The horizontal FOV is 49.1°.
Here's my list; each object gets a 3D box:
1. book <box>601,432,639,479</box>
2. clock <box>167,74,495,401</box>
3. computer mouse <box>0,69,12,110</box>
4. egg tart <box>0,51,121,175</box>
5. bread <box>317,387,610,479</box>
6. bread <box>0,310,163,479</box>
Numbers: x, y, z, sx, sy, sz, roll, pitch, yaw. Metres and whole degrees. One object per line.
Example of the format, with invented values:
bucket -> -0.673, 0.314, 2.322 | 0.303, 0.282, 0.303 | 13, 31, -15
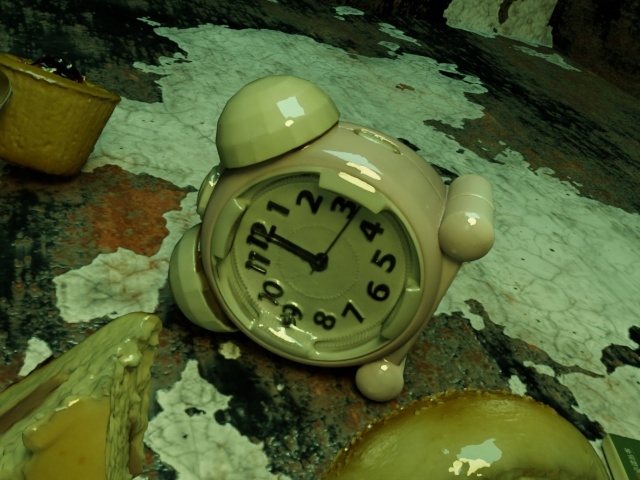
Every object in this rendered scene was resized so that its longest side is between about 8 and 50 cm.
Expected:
book -> 0.481, 0.333, 0.816 | 0.264, 0.027, 0.202 | 15, 31, -5
clock -> 0.000, 0.000, 0.840 | 0.326, 0.342, 0.184 | 23, 24, -4
computer mouse -> -0.528, -0.124, 0.895 | 0.158, 0.072, 0.310 | 22, 66, 8
egg tart -> -0.431, -0.202, 1.078 | 0.215, 0.170, 0.215 | 21, 8, -3
bread -> 0.140, 0.225, 0.663 | 0.314, 0.192, 0.171 | 5, 33, -19
bread -> -0.247, 0.172, 0.557 | 0.211, 0.224, 0.183 | 6, 25, -2
